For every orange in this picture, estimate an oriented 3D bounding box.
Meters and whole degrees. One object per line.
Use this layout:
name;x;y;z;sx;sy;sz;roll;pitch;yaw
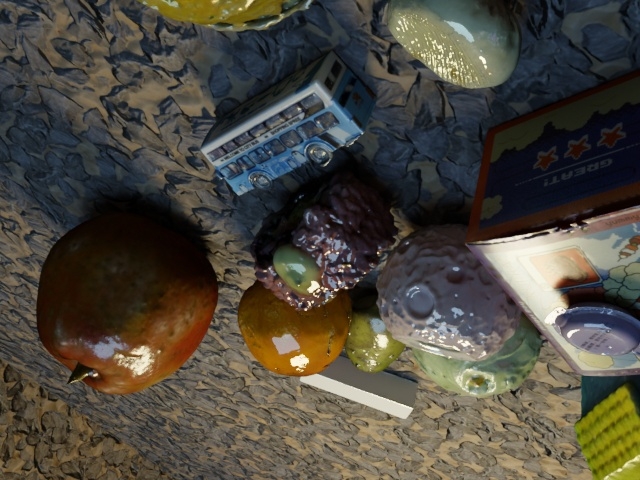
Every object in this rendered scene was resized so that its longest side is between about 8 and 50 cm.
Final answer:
orange;-0.048;0.162;1.364;0.245;0.246;0.246;13;143;10

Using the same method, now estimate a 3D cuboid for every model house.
model house;0.617;0.330;1.222;0.215;0.303;0.237;23;145;9

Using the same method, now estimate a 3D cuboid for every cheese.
cheese;0.392;0.125;0.851;0.190;0.042;0.105;19;147;2

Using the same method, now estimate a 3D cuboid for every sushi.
sushi;0.000;0.000;1.155;0.171;0.237;0.270;46;138;-15

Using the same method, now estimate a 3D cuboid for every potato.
potato;0.123;0.206;1.452;0.149;0.113;0.251;19;135;14

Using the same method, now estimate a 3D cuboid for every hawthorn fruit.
hawthorn fruit;-0.442;0.151;1.429;0.402;0.403;0.403;13;143;10

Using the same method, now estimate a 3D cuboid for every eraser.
eraser;0.100;0.371;1.694;0.297;0.076;0.078;19;144;2

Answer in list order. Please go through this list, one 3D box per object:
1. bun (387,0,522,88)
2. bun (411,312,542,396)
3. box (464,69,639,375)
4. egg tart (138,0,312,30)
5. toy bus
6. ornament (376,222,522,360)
bun;0.175;-0.277;0.824;0.183;0.102;0.183;35;176;3
bun;0.312;0.241;1.344;0.283;0.179;0.283;14;146;10
box;0.435;-0.011;0.905;0.318;0.257;0.349;-16;130;41
egg tart;-0.157;-0.402;0.787;0.387;0.169;0.388;12;147;8
toy bus;-0.058;-0.181;1.059;0.297;0.106;0.131;-19;126;39
ornament;0.229;0.086;1.143;0.259;0.225;0.259;15;167;3
